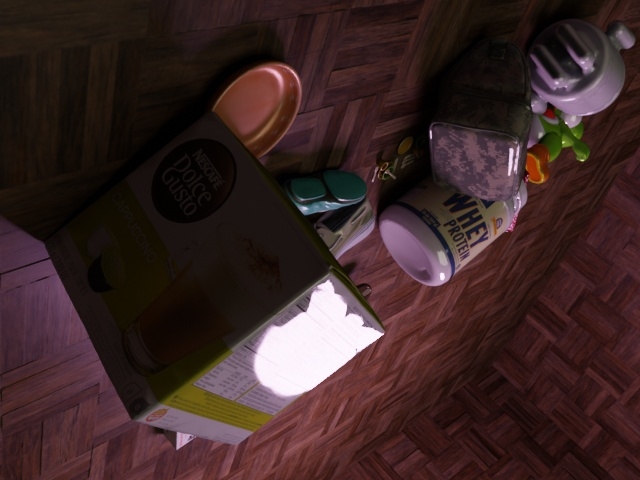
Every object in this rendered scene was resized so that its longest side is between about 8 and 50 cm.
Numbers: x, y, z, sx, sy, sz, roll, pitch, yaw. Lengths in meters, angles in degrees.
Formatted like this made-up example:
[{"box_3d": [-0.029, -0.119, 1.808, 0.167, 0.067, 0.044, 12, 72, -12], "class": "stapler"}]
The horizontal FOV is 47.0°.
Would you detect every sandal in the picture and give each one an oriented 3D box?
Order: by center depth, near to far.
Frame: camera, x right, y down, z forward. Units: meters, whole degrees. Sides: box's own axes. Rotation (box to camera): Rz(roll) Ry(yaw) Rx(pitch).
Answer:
[{"box_3d": [0.033, 0.170, 1.944, 0.219, 0.060, 0.090, -33, 149, 6], "class": "sandal"}]

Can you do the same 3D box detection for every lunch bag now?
[{"box_3d": [0.372, -0.266, 1.647, 0.305, 0.212, 0.256, 67, 43, -61], "class": "lunch bag"}]

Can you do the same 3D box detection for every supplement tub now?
[{"box_3d": [0.332, -0.066, 1.842, 0.324, 0.235, 0.235, -38, 153, -17], "class": "supplement tub"}]

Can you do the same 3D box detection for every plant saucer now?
[{"box_3d": [-0.117, -0.209, 1.195, 0.200, 0.037, 0.200, -36, 152, -23], "class": "plant saucer"}]

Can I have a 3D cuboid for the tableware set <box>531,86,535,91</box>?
[{"box_3d": [0.532, -0.359, 1.970, 0.168, 0.020, 0.141, -35, 155, -25], "class": "tableware set"}]

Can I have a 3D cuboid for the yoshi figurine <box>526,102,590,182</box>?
[{"box_3d": [0.643, -0.281, 2.060, 0.362, 0.203, 0.203, -45, 177, -28], "class": "yoshi figurine"}]

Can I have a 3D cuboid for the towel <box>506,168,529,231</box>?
[{"box_3d": [0.477, -0.166, 1.971, 0.031, 0.199, 0.275, -21, 149, -8], "class": "towel"}]

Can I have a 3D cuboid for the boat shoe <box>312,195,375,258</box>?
[{"box_3d": [0.000, 0.000, 1.620, 0.302, 0.109, 0.094, -42, 138, -27], "class": "boat shoe"}]

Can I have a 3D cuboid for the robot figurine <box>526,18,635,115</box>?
[{"box_3d": [0.635, -0.422, 1.827, 0.300, 0.200, 0.353, -36, 160, 27], "class": "robot figurine"}]

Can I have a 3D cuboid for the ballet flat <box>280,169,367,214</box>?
[{"box_3d": [-0.008, -0.093, 1.496, 0.087, 0.083, 0.247, -35, 165, 38], "class": "ballet flat"}]

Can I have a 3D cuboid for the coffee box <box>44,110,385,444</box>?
[{"box_3d": [-0.150, 0.074, 1.161, 0.334, 0.338, 0.338, -38, 153, 2], "class": "coffee box"}]

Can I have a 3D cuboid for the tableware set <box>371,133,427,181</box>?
[{"box_3d": [0.185, -0.189, 1.688, 0.154, 0.024, 0.104, -27, 148, -34], "class": "tableware set"}]

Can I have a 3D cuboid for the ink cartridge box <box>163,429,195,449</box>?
[{"box_3d": [-0.311, 0.435, 1.798, 0.135, 0.056, 0.099, -30, 150, -32], "class": "ink cartridge box"}]
